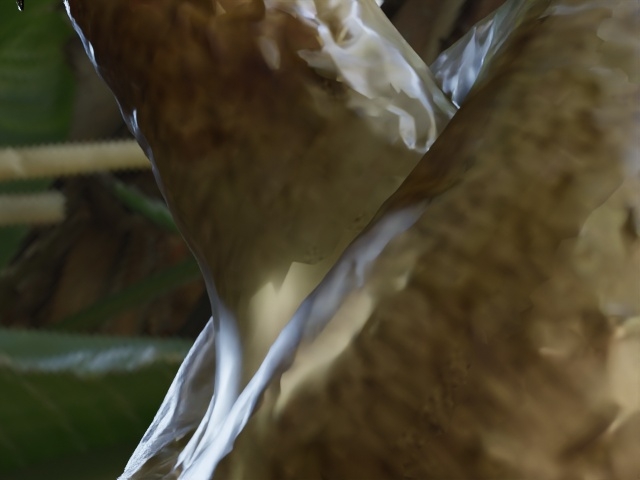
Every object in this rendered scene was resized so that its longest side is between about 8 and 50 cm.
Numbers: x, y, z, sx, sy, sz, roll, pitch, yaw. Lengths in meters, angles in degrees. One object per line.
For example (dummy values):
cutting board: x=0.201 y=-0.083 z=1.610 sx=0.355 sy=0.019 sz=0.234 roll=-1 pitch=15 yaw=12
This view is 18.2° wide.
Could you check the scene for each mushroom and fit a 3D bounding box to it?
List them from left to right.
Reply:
mushroom: x=0.013 y=0.005 z=0.608 sx=0.356 sy=0.334 sz=0.331 roll=44 pitch=-16 yaw=-25
